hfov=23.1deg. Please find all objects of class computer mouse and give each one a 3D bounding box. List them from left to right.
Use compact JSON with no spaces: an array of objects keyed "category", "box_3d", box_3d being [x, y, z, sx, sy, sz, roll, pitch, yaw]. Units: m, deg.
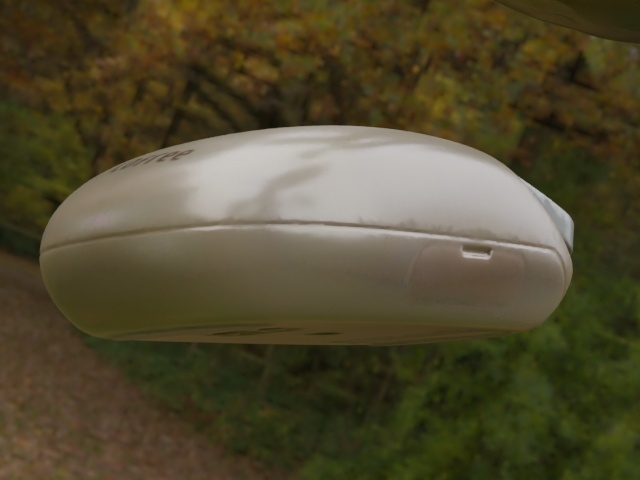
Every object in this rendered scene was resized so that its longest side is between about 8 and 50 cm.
[{"category":"computer mouse","box_3d":[0.000,0.000,0.627,0.145,0.082,0.236,-9,-9,41]}]

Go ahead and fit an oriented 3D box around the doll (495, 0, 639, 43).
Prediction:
[{"category":"doll","box_3d":[0.120,-0.210,0.871,0.348,0.161,0.423,-1,-12,-3]}]
